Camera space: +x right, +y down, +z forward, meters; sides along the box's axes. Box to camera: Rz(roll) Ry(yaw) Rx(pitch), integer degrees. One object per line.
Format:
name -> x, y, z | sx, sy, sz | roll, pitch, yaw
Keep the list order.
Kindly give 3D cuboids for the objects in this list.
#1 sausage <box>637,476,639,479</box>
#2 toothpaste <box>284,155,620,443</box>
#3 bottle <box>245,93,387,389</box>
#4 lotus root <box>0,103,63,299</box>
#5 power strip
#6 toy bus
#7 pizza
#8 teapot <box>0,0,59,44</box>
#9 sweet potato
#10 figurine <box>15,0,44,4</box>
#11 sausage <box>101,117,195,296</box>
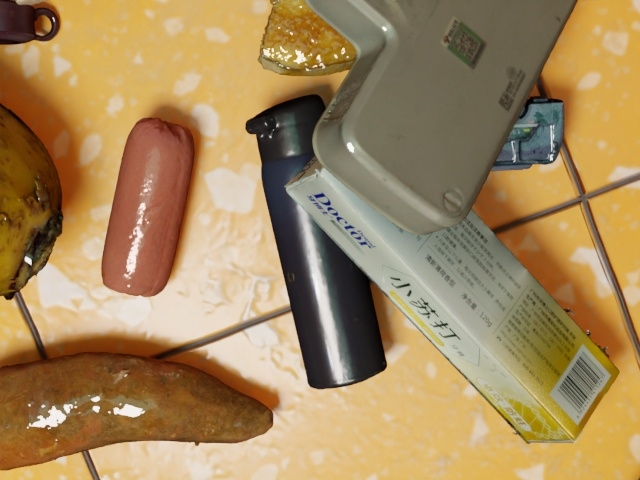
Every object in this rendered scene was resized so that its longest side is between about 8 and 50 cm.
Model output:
sausage -> 0.282, 0.312, 0.922 | 0.125, 0.117, 0.317 | 30, 99, 14
toothpaste -> 0.112, 0.034, 0.881 | 0.313, 0.071, 0.089 | 46, 66, -13
bottle -> 0.000, 0.000, 0.920 | 0.082, 0.072, 0.244 | -19, 98, -37
lotus root -> -0.392, -0.083, 0.869 | 0.397, 0.196, 0.179 | 28, 128, -5
power strip -> 0.077, -0.157, 0.827 | 0.193, 0.059, 0.265 | 38, 68, -18
toy bus -> 0.122, -0.091, 0.915 | 0.166, 0.047, 0.065 | -2, 102, 4
pizza -> 0.019, -0.211, 0.903 | 0.175, 0.046, 0.134 | -18, 91, 1
teapot -> -0.270, -0.190, 0.913 | 0.100, 0.068, 0.045 | -2, 96, -33
sweet potato -> -0.188, 0.145, 0.937 | 0.292, 0.097, 0.097 | -4, 97, 2
figurine -> -0.280, -0.354, 0.862 | 0.185, 0.204, 0.332 | -23, 67, 7
sausage -> -0.148, -0.029, 0.927 | 0.062, 0.062, 0.154 | 13, 98, 1
